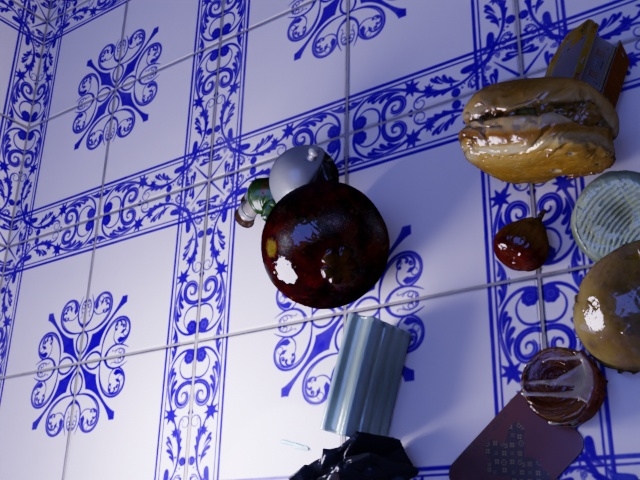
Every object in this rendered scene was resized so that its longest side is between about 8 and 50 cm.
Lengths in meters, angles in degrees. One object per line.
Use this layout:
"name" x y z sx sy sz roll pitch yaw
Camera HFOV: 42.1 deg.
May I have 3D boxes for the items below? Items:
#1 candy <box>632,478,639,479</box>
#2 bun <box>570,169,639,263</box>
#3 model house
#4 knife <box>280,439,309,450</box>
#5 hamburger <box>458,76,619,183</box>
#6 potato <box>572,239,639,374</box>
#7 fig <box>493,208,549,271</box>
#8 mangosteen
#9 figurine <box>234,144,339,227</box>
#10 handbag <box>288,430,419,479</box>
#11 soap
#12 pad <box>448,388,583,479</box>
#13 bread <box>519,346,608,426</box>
"candy" 0.528 0.515 1.493 0.331 0.077 0.187 -27 59 23
"bun" 0.596 -0.040 1.643 0.195 0.118 0.195 -1 87 26
"model house" 0.591 -0.363 1.808 0.219 0.136 0.207 -65 7 -22
"knife" -0.062 0.495 2.005 0.091 0.005 0.014 3 72 38
"hamburger" 0.453 -0.220 1.725 0.304 0.284 0.174 4 74 42
"potato" 0.595 0.119 1.531 0.299 0.116 0.239 -35 74 24
"fig" 0.437 0.004 1.784 0.119 0.153 0.119 13 118 25
"mangosteen" 0.000 0.000 1.988 0.306 0.306 0.359 -54 26 6
"figurine" -0.091 -0.136 2.182 0.370 0.167 0.281 -25 32 45
"handbag" 0.024 0.534 1.746 0.325 0.269 0.118 -43 52 16
"soap" 0.102 0.310 1.853 0.087 0.160 0.265 5 75 40
"pad" 0.389 0.442 1.678 0.267 0.004 0.181 -51 49 10
"bread" 0.477 0.287 1.627 0.160 0.073 0.160 -20 54 29
